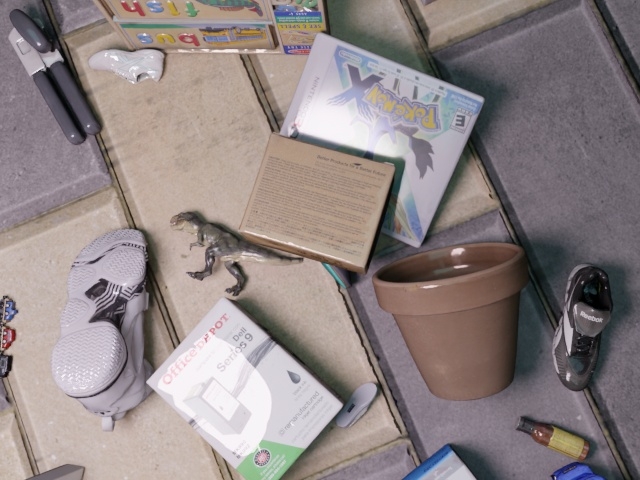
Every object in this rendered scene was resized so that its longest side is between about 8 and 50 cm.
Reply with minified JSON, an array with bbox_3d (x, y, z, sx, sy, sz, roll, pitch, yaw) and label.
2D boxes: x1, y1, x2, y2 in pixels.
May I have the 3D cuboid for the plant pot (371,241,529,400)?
[{"bbox_3d":[0.236,0.144,1.276,0.263,0.263,0.229,-11,99,2],"label":"plant pot"}]

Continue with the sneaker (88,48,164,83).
[{"bbox_3d":[-0.387,-0.344,1.469,0.152,0.053,0.061,0,84,3],"label":"sneaker"}]

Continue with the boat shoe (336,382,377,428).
[{"bbox_3d":[0.069,0.303,1.353,0.035,0.035,0.100,34,80,31],"label":"boat shoe"}]

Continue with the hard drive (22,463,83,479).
[{"bbox_3d":[-0.492,0.556,1.268,0.040,0.203,0.307,9,83,5],"label":"hard drive"}]

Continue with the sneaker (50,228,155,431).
[{"bbox_3d":[-0.380,0.162,1.358,0.138,0.210,0.365,-1,47,3],"label":"sneaker"}]

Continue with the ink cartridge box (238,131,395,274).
[{"bbox_3d":[-0.003,-0.064,1.319,0.235,0.088,0.193,17,79,10],"label":"ink cartridge box"}]

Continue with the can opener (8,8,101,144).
[{"bbox_3d":[-0.534,-0.324,1.454,0.076,0.095,0.283,-31,81,0],"label":"can opener"}]

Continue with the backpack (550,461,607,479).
[{"bbox_3d":[0.447,0.437,1.263,0.098,0.120,0.101,-33,81,-1],"label":"backpack"}]

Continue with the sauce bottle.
[{"bbox_3d":[0.411,0.349,1.318,0.128,0.042,0.042,24,84,5],"label":"sauce bottle"}]

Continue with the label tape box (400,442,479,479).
[{"bbox_3d":[0.235,0.566,1.264,0.249,0.115,0.347,-38,79,-2],"label":"label tape box"}]

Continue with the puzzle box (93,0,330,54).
[{"bbox_3d":[-0.190,-0.419,1.357,0.409,0.272,0.052,1,80,5],"label":"puzzle box"}]

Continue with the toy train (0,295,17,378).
[{"bbox_3d":[-0.604,0.184,1.419,0.036,0.027,0.158,1,82,1],"label":"toy train"}]

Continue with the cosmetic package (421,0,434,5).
[{"bbox_3d":[0.278,-0.573,1.434,0.238,0.107,0.127,-25,81,3],"label":"cosmetic package"}]

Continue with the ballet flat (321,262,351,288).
[{"bbox_3d":[0.000,0.000,1.385,0.203,0.074,0.074,44,87,11],"label":"ballet flat"}]

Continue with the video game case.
[{"bbox_3d":[0.092,-0.185,1.372,0.329,0.036,0.299,24,105,6],"label":"video game case"}]

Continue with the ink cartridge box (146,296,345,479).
[{"bbox_3d":[-0.131,0.272,1.326,0.289,0.121,0.211,41,86,9],"label":"ink cartridge box"}]

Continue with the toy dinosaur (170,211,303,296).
[{"bbox_3d":[-0.179,0.033,1.398,0.268,0.064,0.118,22,77,3],"label":"toy dinosaur"}]

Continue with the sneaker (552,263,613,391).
[{"bbox_3d":[0.466,0.151,1.311,0.078,0.106,0.234,11,83,6],"label":"sneaker"}]
